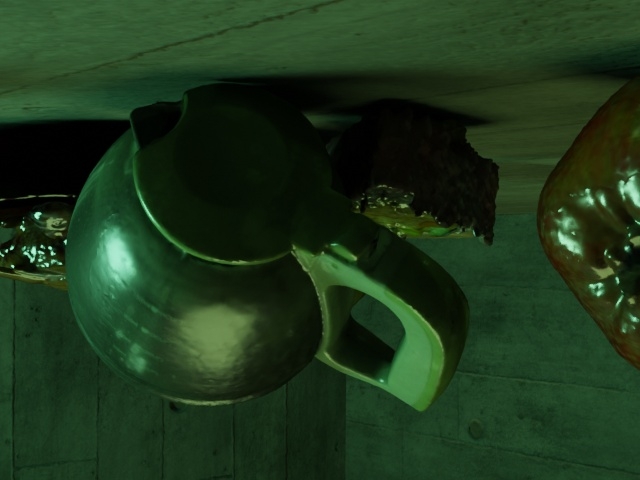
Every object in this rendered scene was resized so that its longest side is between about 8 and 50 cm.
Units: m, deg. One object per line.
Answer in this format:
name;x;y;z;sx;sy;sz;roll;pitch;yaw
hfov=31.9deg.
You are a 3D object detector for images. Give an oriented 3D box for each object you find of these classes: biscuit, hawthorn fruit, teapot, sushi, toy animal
biscuit;-0.256;-0.070;1.243;0.407;0.091;0.407;-2;177;0
hawthorn fruit;0.271;-0.025;0.753;0.210;0.210;0.262;0;-161;32
teapot;-0.057;0.024;0.874;0.239;0.322;0.239;-28;166;-21
sushi;0.061;-0.060;1.030;0.161;0.107;0.241;0;172;34
toy animal;-0.260;0.003;1.080;0.188;0.089;0.179;-4;161;21

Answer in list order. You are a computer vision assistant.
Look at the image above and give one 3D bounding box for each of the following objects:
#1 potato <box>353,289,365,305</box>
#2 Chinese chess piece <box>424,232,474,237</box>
potato;0.000;0.000;1.220;0.143;0.169;0.248;34;-171;1
Chinese chess piece;0.106;-0.055;1.635;0.273;0.102;0.273;0;180;0
